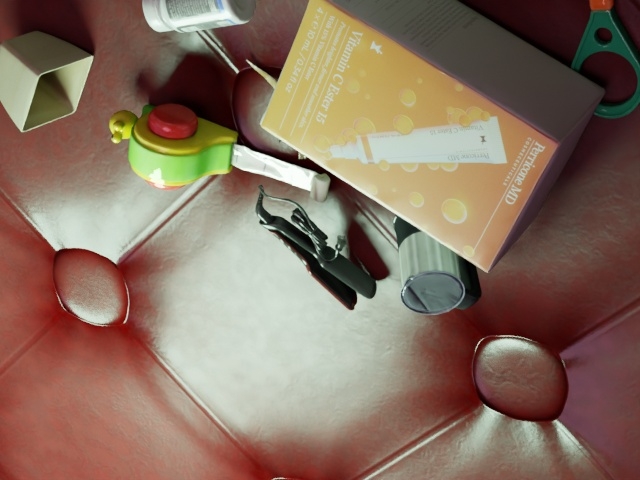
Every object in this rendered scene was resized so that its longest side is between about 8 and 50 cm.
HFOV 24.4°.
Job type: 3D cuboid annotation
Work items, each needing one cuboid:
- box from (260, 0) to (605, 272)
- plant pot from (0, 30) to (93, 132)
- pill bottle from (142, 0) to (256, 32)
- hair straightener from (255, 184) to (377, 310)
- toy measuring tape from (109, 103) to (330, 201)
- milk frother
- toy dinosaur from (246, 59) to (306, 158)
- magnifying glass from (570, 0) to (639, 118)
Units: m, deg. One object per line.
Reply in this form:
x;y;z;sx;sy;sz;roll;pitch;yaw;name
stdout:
0.134;-0.161;1.816;0.345;0.168;0.215;33;129;11;box
-0.408;-0.237;2.119;0.096;0.109;0.109;40;130;17;plant pot
-0.161;-0.316;1.952;0.137;0.078;0.078;-4;116;29;pill bottle
0.000;0.000;2.049;0.089;0.047;0.230;-30;113;36;hair straightener
-0.155;-0.107;2.052;0.330;0.121;0.121;22;126;15;toy measuring tape
0.173;0.006;1.929;0.129;0.134;0.143;14;133;-17;milk frother
-0.034;-0.172;1.981;0.183;0.053;0.092;54;160;39;toy dinosaur
0.337;-0.254;1.761;0.092;0.026;0.231;3;121;27;magnifying glass
